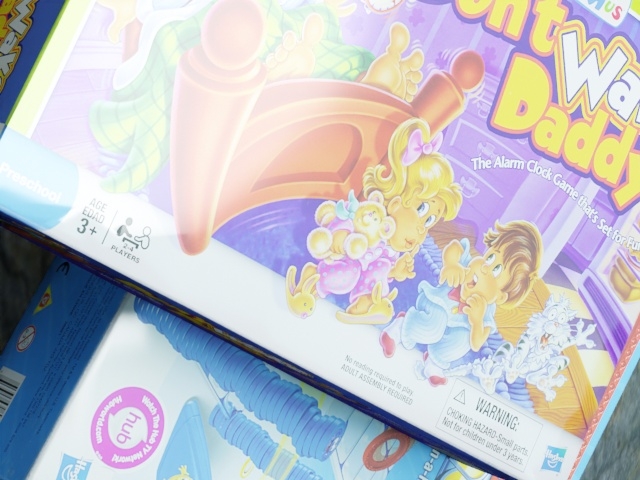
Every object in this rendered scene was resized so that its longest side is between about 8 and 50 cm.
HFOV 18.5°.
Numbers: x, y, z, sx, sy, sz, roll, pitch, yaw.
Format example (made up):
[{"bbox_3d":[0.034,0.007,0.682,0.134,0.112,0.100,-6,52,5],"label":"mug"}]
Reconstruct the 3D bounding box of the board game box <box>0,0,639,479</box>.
[{"bbox_3d":[0.017,-0.055,0.894,0.347,0.078,0.233,29,81,-34],"label":"board game box"}]

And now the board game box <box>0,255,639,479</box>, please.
[{"bbox_3d":[0.017,0.045,1.011,0.302,0.086,0.308,33,79,-33],"label":"board game box"}]
